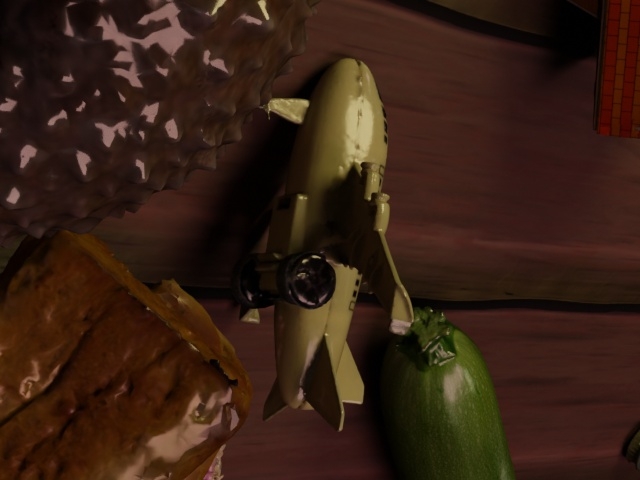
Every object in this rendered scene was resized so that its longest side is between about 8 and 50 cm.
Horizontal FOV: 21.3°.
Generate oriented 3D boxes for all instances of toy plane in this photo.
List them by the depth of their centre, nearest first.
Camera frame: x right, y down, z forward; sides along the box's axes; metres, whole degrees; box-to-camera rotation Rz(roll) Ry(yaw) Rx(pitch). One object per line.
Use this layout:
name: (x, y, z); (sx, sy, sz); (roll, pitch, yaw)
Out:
toy plane: (0.000, 0.000, 1.177); (0.104, 0.242, 0.256); (0, 87, -26)

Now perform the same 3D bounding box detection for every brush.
brush: (0.446, 0.192, 1.989); (0.266, 0.027, 0.062); (-28, 141, -35)

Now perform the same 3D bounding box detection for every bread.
bread: (-0.202, 0.159, 1.068); (0.344, 0.195, 0.149); (-48, -176, -2)

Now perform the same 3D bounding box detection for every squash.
squash: (0.115, 0.184, 1.526); (0.107, 0.107, 0.395); (-39, 146, -16)

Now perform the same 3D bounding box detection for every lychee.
lychee: (-0.140, -0.143, 0.784); (0.300, 0.300, 0.300); (-30, 141, -27)

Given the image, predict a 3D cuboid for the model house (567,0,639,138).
model house: (0.291, -0.166, 1.300); (0.154, 0.207, 0.294); (-30, 141, -21)

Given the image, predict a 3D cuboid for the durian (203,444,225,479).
durian: (-0.167, 0.216, 1.241); (0.191, 0.112, 0.341); (-12, 123, -31)
